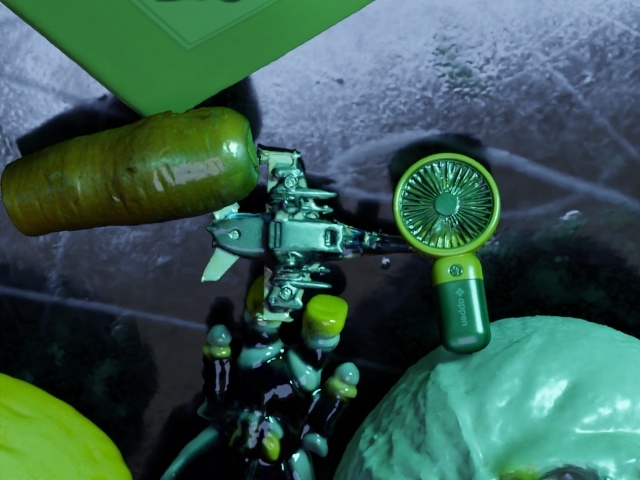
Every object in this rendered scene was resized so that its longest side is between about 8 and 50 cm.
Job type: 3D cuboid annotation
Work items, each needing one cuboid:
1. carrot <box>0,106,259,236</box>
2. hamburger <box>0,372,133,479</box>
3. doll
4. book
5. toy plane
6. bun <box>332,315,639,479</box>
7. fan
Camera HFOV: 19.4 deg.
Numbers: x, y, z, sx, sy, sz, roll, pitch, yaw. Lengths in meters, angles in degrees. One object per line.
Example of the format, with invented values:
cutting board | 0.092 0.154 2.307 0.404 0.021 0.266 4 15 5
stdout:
carrot | -0.143 -0.049 1.402 0.193 0.087 0.087 -12 113 10
hamburger | -0.272 0.222 1.454 0.246 0.246 0.170 22 114 -10
doll | -0.063 0.186 1.506 0.145 0.103 0.316 11 106 -18
book | -0.106 -0.210 1.261 0.239 0.035 0.352 -30 149 13
toy plane | 0.001 -0.001 1.442 0.188 0.062 0.135 3 85 0
bun | 0.171 0.234 1.427 0.362 0.211 0.362 0 90 2
fan | 0.100 0.012 1.423 0.082 0.039 0.155 -7 74 3
